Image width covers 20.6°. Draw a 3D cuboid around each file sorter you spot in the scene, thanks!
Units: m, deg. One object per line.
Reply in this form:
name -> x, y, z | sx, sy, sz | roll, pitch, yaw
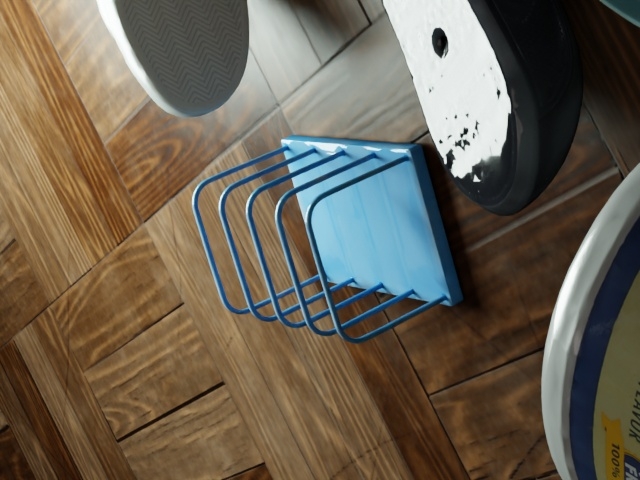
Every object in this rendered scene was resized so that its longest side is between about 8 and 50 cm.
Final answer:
file sorter -> 0.000, 0.000, 1.268 | 0.170, 0.104, 0.118 | 9, 120, 56

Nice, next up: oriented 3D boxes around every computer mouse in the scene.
computer mouse -> 0.095, -0.148, 1.040 | 0.188, 0.072, 0.272 | -45, 60, 62

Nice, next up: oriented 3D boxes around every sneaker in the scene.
sneaker -> -0.150, -0.210, 1.367 | 0.169, 0.108, 0.292 | -41, 66, 62

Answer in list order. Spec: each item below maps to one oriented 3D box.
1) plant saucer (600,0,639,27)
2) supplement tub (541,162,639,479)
plant saucer -> 0.180, -0.245, 0.838 | 0.317, 0.044, 0.317 | 39, 142, 40
supplement tub -> 0.274, 0.086, 0.745 | 0.316, 0.228, 0.228 | 29, 136, 47
